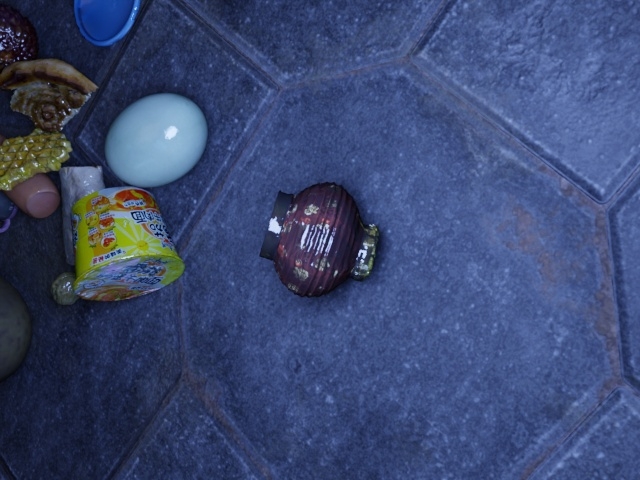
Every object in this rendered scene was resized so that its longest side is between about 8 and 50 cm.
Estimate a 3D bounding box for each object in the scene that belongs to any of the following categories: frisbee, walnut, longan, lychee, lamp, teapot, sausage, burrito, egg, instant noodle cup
[{"bbox_3d":[-0.546,-0.622,1.869,0.242,0.045,0.242,1,91,31],"label":"frisbee"},{"bbox_3d":[-0.678,0.129,1.930,0.092,0.092,0.092,0,90,31],"label":"walnut"},{"bbox_3d":[-0.961,0.239,1.943,0.361,0.361,0.360,0,90,31],"label":"longan"},{"bbox_3d":[-0.911,-0.545,1.984,0.272,0.271,0.271,0,90,31],"label":"lychee"},{"bbox_3d":[0.000,0.000,1.446,0.247,0.247,0.246,0,90,31],"label":"lamp"},{"bbox_3d":[-0.947,-0.100,2.050,0.116,0.146,0.148,21,101,29],"label":"teapot"},{"bbox_3d":[-0.844,-0.183,2.003,0.304,0.121,0.121,40,109,26],"label":"sausage"},{"bbox_3d":[-0.607,-0.050,1.874,0.143,0.105,0.299,-15,81,26],"label":"burrito"},{"bbox_3d":[-0.383,-0.232,1.680,0.283,0.203,0.202,-29,75,35],"label":"egg"},{"bbox_3d":[-0.472,0.004,1.716,0.264,0.264,0.200,-29,68,28],"label":"instant noodle cup"}]

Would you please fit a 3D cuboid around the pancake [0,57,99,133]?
[{"bbox_3d":[-0.736,-0.406,1.919,0.257,0.056,0.212,-35,108,24],"label":"pancake"}]

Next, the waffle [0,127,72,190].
[{"bbox_3d":[-0.782,-0.207,1.880,0.249,0.253,0.056,22,143,37],"label":"waffle"}]
